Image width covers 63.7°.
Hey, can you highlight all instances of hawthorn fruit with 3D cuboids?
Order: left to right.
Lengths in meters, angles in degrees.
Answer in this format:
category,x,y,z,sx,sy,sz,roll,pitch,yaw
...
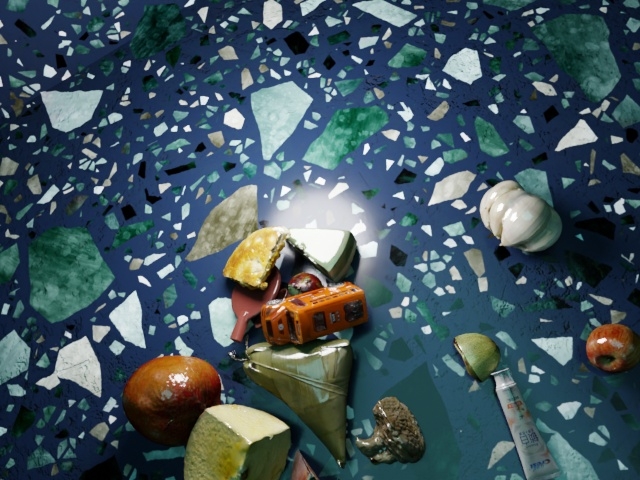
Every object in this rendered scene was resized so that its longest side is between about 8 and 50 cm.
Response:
category,x,y,z,sx,sy,sz,roll,pitch,yaw
hawthorn fruit,-0.502,0.502,1.679,0.369,0.285,0.284,6,69,37

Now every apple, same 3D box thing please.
category,x,y,z,sx,sy,sz,roll,pitch,yaw
apple,-0.255,0.683,1.551,0.314,0.252,0.308,15,98,-11
apple,0.871,0.315,1.525,0.146,0.146,0.131,29,54,20

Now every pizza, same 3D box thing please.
category,x,y,z,sx,sy,sz,roll,pitch,yaw
pizza,-0.219,0.079,1.791,0.336,0.086,0.225,-35,54,29

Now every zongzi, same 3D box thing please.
category,x,y,z,sx,sy,sz,roll,pitch,yaw
zongzi,-0.118,0.495,1.642,0.448,0.181,0.417,-3,70,13

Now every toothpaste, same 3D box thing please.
category,x,y,z,sx,sy,sz,roll,pitch,yaw
toothpaste,0.600,0.548,1.536,0.100,0.066,0.322,-20,72,4

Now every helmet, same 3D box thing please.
category,x,y,z,sx,sy,sz,roll,pitch,yaw
helmet,-0.137,0.262,1.763,0.106,0.155,0.175,43,112,-13

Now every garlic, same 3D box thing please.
category,x,y,z,sx,sy,sz,roll,pitch,yaw
garlic,0.645,-0.071,1.698,0.281,0.185,0.203,42,102,21

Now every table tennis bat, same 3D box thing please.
category,x,y,z,sx,sy,sz,roll,pitch,yaw
table tennis bat,-0.243,0.207,1.804,0.201,0.038,0.310,0,59,36

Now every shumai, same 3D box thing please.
category,x,y,z,sx,sy,sz,roll,pitch,yaw
shumai,0.203,0.594,1.565,0.176,0.166,0.205,-41,52,23

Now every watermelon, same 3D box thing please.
category,x,y,z,sx,sy,sz,roll,pitch,yaw
watermelon,-0.056,0.740,1.548,0.136,0.207,0.202,-30,46,-29

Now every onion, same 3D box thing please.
category,x,y,z,sx,sy,sz,roll,pitch,yaw
onion,-0.048,0.162,1.788,0.117,0.118,0.118,40,81,18

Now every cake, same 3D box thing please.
category,x,y,z,sx,sy,sz,roll,pitch,yaw
cake,-0.005,-0.002,1.821,0.284,0.158,0.172,36,79,24

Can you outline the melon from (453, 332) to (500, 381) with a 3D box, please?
category,x,y,z,sx,sy,sz,roll,pitch,yaw
melon,0.499,0.351,1.619,0.128,0.079,0.160,-30,66,1

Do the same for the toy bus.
category,x,y,z,sx,sy,sz,roll,pitch,yaw
toy bus,-0.018,0.241,1.655,0.330,0.153,0.142,-13,102,-24
